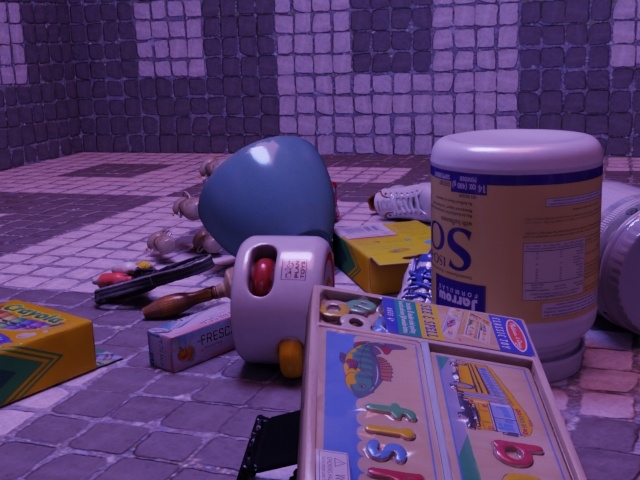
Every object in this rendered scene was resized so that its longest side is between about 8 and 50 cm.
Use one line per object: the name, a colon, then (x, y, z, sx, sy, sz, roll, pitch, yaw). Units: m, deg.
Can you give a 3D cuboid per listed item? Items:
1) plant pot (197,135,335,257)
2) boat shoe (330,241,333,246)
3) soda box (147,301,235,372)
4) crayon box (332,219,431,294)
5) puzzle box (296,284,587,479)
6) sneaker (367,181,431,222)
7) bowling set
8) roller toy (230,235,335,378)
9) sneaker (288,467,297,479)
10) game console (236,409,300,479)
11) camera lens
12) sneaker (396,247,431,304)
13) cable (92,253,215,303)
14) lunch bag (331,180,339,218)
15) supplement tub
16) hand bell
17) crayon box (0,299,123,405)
plant pot: (-0.081, -0.044, 1.754, 0.290, 0.290, 0.195, -11, 51, -33)
boat shoe: (0.000, 0.000, 1.966, 0.046, 0.038, 0.125, 40, -8, -36)
soda box: (-0.181, 0.147, 1.329, 0.063, 0.058, 0.183, 9, 17, 40)
crayon box: (0.159, 0.035, 1.698, 0.202, 0.081, 0.318, -5, 13, -13)
puzzle box: (0.115, 0.181, 0.866, 0.272, 0.052, 0.409, 10, 25, -4)
sneaker: (0.218, -0.090, 2.205, 0.123, 0.106, 0.290, -15, 8, -22)
bowling set: (-0.257, -0.036, 1.976, 0.287, 0.200, 0.154, -51, 25, -12)
roller toy: (-0.046, 0.089, 1.263, 0.146, 0.191, 0.209, 1, 13, 8)
sneaker: (0.005, 0.231, 0.904, 0.121, 0.079, 0.217, -12, 16, -29)
game console: (-0.046, 0.234, 0.887, 0.071, 0.107, 0.122, 18, 14, 0)
camera lens: (0.507, 0.024, 1.389, 0.219, 0.220, 0.274, -4, 13, -10)
sneaker: (0.157, 0.089, 1.368, 0.111, 0.131, 0.296, 5, 16, 20)
cable: (-0.323, 0.059, 1.563, 0.287, 0.072, 0.139, -18, 2, 45)
lunch bag: (-0.110, -0.086, 2.200, 0.258, 0.120, 0.293, -1, 11, 24)
supplement tub: (0.278, 0.015, 1.222, 0.241, 0.331, 0.241, -2, 13, 0)
hand bell: (-0.199, 0.097, 1.516, 0.242, 0.126, 0.126, -17, 16, -8)
crayon box: (-0.483, 0.166, 1.245, 0.203, 0.083, 0.323, 8, 16, 37)
